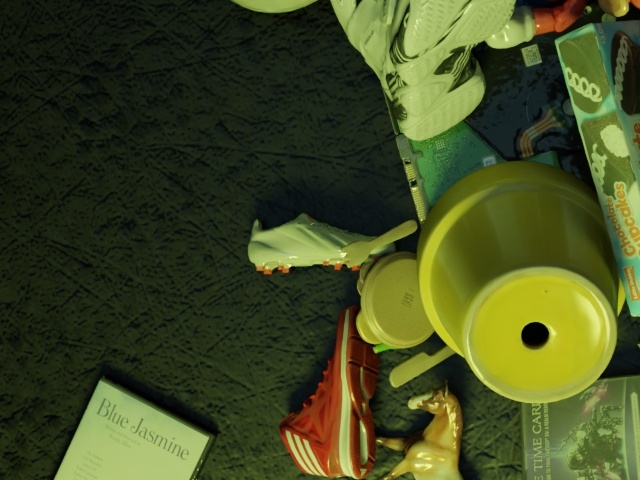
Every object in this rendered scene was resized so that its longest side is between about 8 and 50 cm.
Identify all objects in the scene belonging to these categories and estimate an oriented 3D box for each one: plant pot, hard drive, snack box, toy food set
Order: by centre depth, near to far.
[{"bbox_3d":[0.384,-0.089,1.262,0.060,0.187,0.322,-18,86,50],"label":"snack box"},{"bbox_3d":[0.237,0.061,1.282,0.254,0.239,0.254,2,111,4],"label":"plant pot"},{"bbox_3d":[0.266,-0.150,1.403,0.339,0.064,0.237,-17,87,9],"label":"hard drive"},{"bbox_3d":[0.099,0.077,1.422,0.132,0.038,0.192,-24,100,-25],"label":"toy food set"}]

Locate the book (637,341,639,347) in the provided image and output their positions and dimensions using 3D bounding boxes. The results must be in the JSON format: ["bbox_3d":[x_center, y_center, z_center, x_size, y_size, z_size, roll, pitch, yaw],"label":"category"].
[{"bbox_3d":[0.477,0.162,1.382,0.096,0.035,0.144,-35,83,4],"label":"book"}]

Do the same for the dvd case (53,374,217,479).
[{"bbox_3d":[-0.270,0.335,1.514,0.180,0.022,0.253,26,94,9],"label":"dvd case"}]

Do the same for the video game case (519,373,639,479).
[{"bbox_3d":[0.377,0.253,1.327,0.274,0.026,0.196,-9,56,21],"label":"video game case"}]

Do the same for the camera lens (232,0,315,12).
[{"bbox_3d":[-0.075,-0.409,1.358,0.219,0.274,0.219,0,89,10],"label":"camera lens"}]

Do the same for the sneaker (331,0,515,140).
[{"bbox_3d":[0.097,-0.270,1.234,0.137,0.366,0.210,-28,72,-8],"label":"sneaker"}]

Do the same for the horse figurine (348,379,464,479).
[{"bbox_3d":[0.134,0.328,1.422,0.174,0.066,0.263,-22,84,15],"label":"horse figurine"}]

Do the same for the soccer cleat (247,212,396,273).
[{"bbox_3d":[0.000,0.000,1.449,0.196,0.068,0.076,-3,79,10],"label":"soccer cleat"}]

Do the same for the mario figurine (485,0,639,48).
[{"bbox_3d":[0.267,-0.331,1.260,0.320,0.170,0.198,-1,103,49],"label":"mario figurine"}]

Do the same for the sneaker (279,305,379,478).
[{"bbox_3d":[0.002,0.196,1.437,0.128,0.087,0.221,-8,67,29],"label":"sneaker"}]
